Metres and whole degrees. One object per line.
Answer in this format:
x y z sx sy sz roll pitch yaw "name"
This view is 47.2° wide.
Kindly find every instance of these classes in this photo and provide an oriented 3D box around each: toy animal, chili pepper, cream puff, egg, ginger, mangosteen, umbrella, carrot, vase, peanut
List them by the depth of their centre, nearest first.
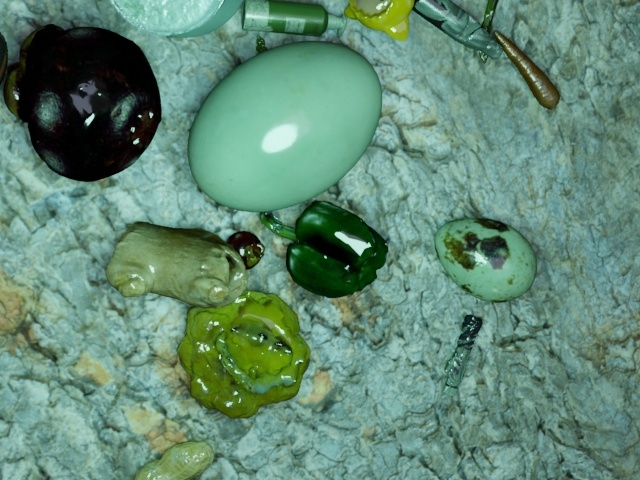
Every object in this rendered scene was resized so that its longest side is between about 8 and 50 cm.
-0.414 -0.249 1.275 0.233 0.287 0.288 -32 106 -17 "mangosteen"
-0.062 -0.209 1.345 0.389 0.276 0.276 -36 106 -6 "egg"
-0.274 0.054 1.366 0.221 0.275 0.130 -20 126 -52 "ginger"
0.145 -0.513 1.417 0.156 0.156 0.230 29 93 -17 "toy animal"
-0.113 -0.361 1.439 0.027 0.022 0.083 -8 105 -14 "chili pepper"
-0.148 0.229 1.448 0.281 0.185 0.282 -2 102 -12 "cream puff"
0.000 0.000 1.462 0.165 0.261 0.174 -15 126 -52 "chili pepper"
-0.153 0.019 1.464 0.081 0.081 0.081 -2 100 -14 "mangosteen"
0.284 -0.438 1.496 0.211 0.060 0.060 33 90 -11 "vase"
-0.303 0.463 1.505 0.174 0.080 0.080 -27 105 -6 "peanut"
0.347 0.036 1.549 0.231 0.169 0.169 27 92 -5 "egg"
0.441 -0.368 1.570 0.048 0.048 0.216 -43 102 -4 "carrot"
0.312 0.255 1.643 0.050 0.046 0.188 18 98 2 "umbrella"

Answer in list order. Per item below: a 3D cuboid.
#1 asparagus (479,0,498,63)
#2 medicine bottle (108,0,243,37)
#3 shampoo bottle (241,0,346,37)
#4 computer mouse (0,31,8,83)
0.364 -0.489 1.534 0.034 0.027 0.236 15 95 -5 "asparagus"
-0.237 -0.458 1.222 0.245 0.290 0.245 0 114 -1 "medicine bottle"
-0.050 -0.429 1.425 0.204 0.065 0.065 1 99 -15 "shampoo bottle"
-0.668 -0.257 1.270 0.183 0.116 0.323 24 94 -12 "computer mouse"
